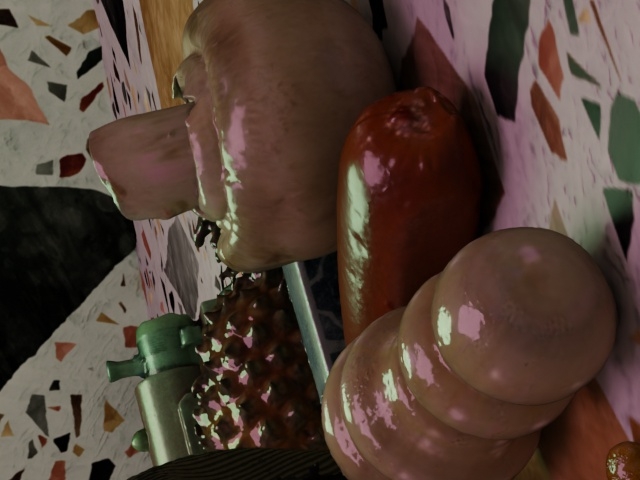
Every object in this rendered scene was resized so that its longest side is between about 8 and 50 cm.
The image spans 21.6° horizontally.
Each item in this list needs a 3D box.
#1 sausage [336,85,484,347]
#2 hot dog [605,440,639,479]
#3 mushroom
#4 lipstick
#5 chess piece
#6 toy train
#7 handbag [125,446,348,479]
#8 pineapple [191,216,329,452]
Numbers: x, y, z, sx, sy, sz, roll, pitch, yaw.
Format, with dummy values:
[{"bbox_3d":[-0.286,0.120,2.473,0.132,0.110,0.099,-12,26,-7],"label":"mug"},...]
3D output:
[{"bbox_3d":[0.059,0.030,1.195,0.348,0.094,0.097,91,166,-47],"label":"sausage"},{"bbox_3d":[0.188,0.176,0.922,0.044,0.028,0.137,129,130,-65],"label":"hot dog"},{"bbox_3d":[-0.063,-0.086,1.300,0.260,0.234,0.254,92,166,-47],"label":"mushroom"},{"bbox_3d":[0.000,0.000,1.459,0.076,0.077,0.289,126,130,-72],"label":"lipstick"},{"bbox_3d":[0.099,0.073,1.018,0.261,0.143,0.142,122,135,-62],"label":"chess piece"},{"bbox_3d":[-0.092,0.190,1.711,0.150,0.221,0.304,104,152,-68],"label":"toy train"},{"bbox_3d":[-0.015,0.268,1.207,0.341,0.240,0.247,-4,-98,-59],"label":"handbag"},{"bbox_3d":[-0.039,0.053,1.558,0.175,0.175,0.361,168,103,-77],"label":"pineapple"}]
